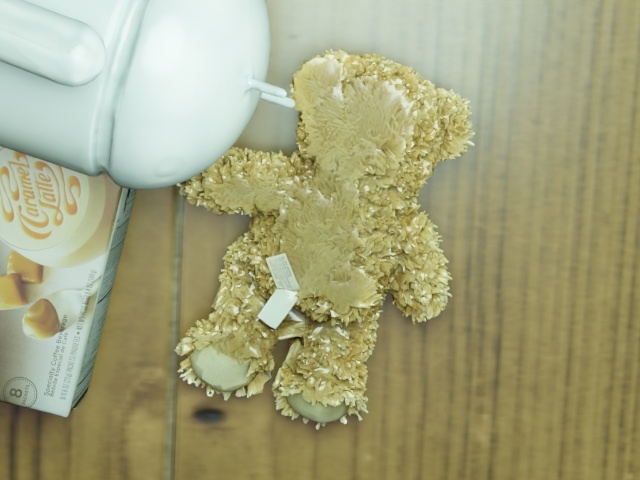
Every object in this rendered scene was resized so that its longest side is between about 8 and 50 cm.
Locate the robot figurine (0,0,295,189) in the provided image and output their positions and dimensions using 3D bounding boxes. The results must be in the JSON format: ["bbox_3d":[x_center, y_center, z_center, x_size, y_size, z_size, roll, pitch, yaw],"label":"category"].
[{"bbox_3d":[-0.189,-0.158,1.108,0.353,0.300,0.200,18,105,1],"label":"robot figurine"}]

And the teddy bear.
[{"bbox_3d":[0.000,0.000,1.264,0.245,0.113,0.338,5,107,6],"label":"teddy bear"}]

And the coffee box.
[{"bbox_3d":[-0.241,0.006,1.255,0.141,0.098,0.246,15,98,-1],"label":"coffee box"}]
